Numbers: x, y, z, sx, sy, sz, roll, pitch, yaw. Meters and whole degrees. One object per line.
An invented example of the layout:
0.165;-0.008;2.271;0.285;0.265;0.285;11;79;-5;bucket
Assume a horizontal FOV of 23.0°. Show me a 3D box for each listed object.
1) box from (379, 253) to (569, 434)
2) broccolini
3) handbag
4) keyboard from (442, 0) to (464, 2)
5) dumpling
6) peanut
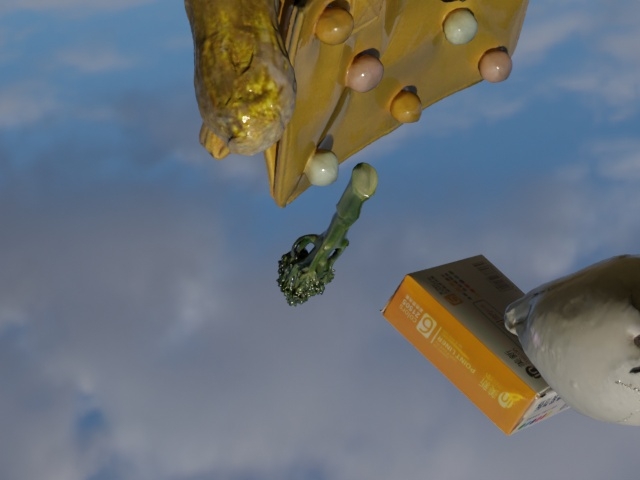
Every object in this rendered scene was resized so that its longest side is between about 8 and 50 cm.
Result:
0.253;0.146;2.292;0.274;0.091;0.221;44;-150;25;box
0.005;0.002;1.982;0.079;0.074;0.392;2;161;-9;broccolini
0.071;-0.220;1.590;0.133;0.283;0.401;39;-130;24;handbag
0.083;-0.235;1.324;0.074;0.015;0.196;-34;-146;-16;keyboard
0.358;0.097;1.619;0.260;0.181;0.341;-6;164;-23;dumpling
-0.069;-0.165;1.342;0.087;0.087;0.207;-10;-116;0;peanut
